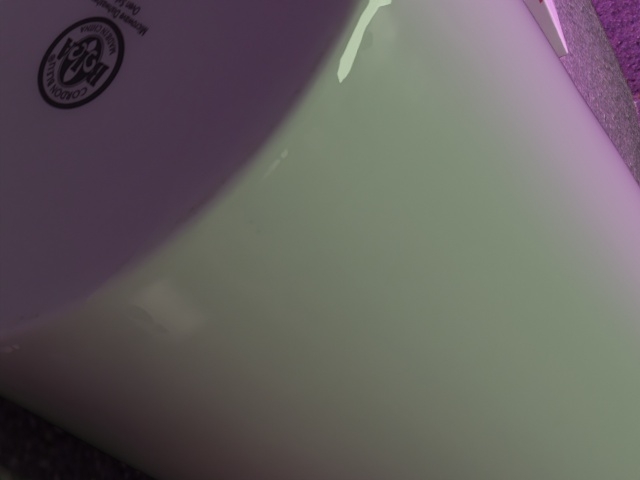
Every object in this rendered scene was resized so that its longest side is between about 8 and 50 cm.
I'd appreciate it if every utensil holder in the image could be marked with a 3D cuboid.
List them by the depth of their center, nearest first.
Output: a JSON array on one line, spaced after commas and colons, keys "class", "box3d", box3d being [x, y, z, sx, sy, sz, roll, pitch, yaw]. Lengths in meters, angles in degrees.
[{"class": "utensil holder", "box3d": [0.000, 0.000, 0.562, 0.385, 0.327, 0.328, 41, 39, -45]}]

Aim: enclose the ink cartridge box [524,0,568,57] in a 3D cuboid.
[{"class": "ink cartridge box", "box3d": [0.226, -0.381, 1.381, 0.207, 0.117, 0.283, 53, 25, -38]}]
